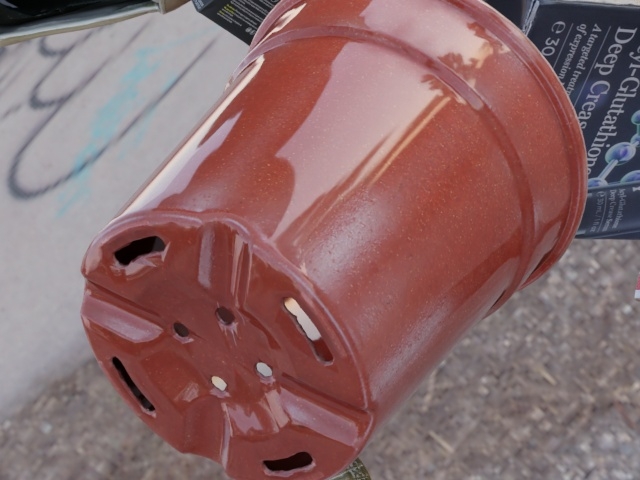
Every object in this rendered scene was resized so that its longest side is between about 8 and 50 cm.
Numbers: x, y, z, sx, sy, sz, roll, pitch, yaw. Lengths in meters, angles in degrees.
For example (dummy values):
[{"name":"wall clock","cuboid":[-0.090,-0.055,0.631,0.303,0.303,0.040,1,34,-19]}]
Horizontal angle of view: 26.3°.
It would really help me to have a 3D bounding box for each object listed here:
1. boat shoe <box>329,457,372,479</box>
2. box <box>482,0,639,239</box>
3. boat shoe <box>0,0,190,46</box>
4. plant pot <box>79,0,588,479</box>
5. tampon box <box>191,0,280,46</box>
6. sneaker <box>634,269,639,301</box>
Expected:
[{"name":"boat shoe","cuboid":[-0.006,0.204,1.224,0.153,0.056,0.048,40,131,36]},{"name":"box","cuboid":[0.316,-0.170,1.380,0.293,0.396,0.212,107,157,-43]},{"name":"boat shoe","cuboid":[-0.082,-0.174,0.747,0.302,0.113,0.103,-17,35,34]},{"name":"plant pot","cuboid":[0.000,0.000,0.889,0.272,0.272,0.265,-23,17,42]},{"name":"tampon box","cuboid":[-0.067,-0.318,1.494,0.161,0.101,0.120,-40,55,17]},{"name":"sneaker","cuboid":[0.428,0.047,1.642,0.042,0.118,0.067,-2,79,59]}]
